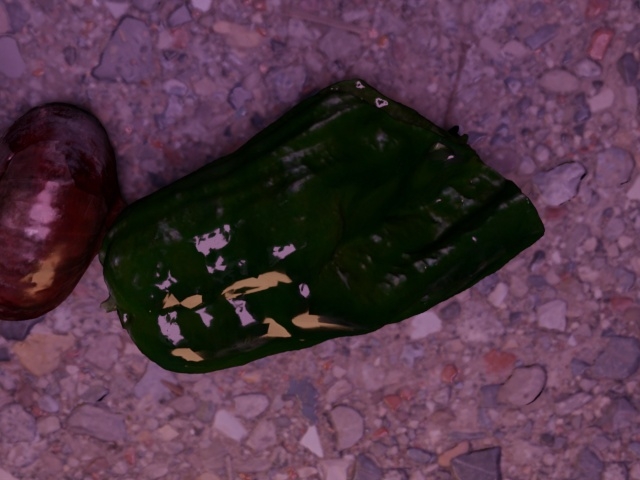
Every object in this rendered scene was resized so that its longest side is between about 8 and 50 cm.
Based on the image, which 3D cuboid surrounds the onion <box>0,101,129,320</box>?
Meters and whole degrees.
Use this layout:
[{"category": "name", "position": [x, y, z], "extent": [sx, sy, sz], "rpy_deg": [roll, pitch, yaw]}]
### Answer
[{"category": "onion", "position": [-0.235, -0.013, 0.928], "extent": [0.151, 0.098, 0.206], "rpy_deg": [14, 107, -9]}]

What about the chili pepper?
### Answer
[{"category": "chili pepper", "position": [0.002, 0.002, 0.910], "extent": [0.385, 0.167, 0.213], "rpy_deg": [-19, 129, -9]}]
